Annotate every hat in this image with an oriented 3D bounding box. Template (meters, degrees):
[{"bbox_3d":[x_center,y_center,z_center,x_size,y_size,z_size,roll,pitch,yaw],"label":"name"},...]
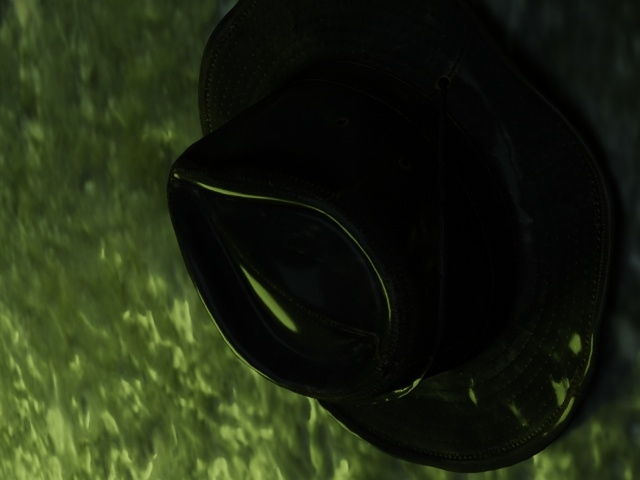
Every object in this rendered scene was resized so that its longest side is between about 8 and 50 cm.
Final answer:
[{"bbox_3d":[0.000,0.000,0.847,0.331,0.134,0.331,22,121,41],"label":"hat"}]
